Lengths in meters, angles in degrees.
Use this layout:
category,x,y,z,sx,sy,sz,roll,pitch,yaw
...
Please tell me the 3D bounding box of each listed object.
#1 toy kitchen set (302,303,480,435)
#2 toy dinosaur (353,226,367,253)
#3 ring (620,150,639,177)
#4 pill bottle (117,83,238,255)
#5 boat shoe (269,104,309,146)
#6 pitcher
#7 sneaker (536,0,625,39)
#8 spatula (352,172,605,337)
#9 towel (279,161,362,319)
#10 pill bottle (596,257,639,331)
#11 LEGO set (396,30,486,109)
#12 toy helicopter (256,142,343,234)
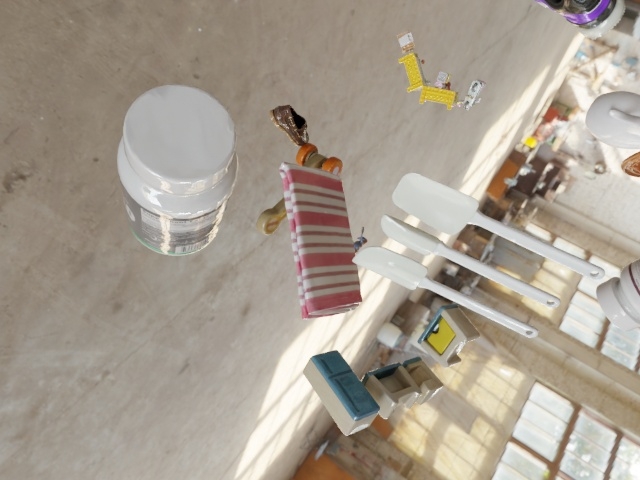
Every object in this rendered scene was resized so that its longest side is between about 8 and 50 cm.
category,x,y,z,sx,sy,sz,roll,pitch,yaw
toy kitchen set,0.110,0.171,0.816,0.207,0.122,0.166,-4,131,-42
toy dinosaur,0.083,0.013,1.272,0.082,0.047,0.090,3,83,-44
ring,0.554,-0.105,0.641,0.336,0.336,0.032,14,71,-70
pill bottle,-0.261,-0.114,0.980,0.204,0.204,0.361,-50,-179,-25
boat shoe,-0.077,-0.353,1.643,0.073,0.073,0.207,-19,162,18
pitcher,0.704,-0.267,1.200,0.177,0.207,0.126,10,112,-43
sneaker,0.440,-0.497,0.995,0.146,0.293,0.102,22,123,-28
spatula,0.172,0.027,0.595,0.019,0.241,0.168,-67,-178,-46
towel,0.000,0.000,0.697,0.144,0.029,0.197,4,75,-62
pill bottle,0.622,0.074,0.949,0.221,0.121,0.121,-43,176,42
LEGO set,0.309,-0.440,1.444,0.107,0.287,0.132,-16,144,-53
toy helicopter,-0.076,-0.134,1.748,0.355,0.140,0.235,-44,152,-26
